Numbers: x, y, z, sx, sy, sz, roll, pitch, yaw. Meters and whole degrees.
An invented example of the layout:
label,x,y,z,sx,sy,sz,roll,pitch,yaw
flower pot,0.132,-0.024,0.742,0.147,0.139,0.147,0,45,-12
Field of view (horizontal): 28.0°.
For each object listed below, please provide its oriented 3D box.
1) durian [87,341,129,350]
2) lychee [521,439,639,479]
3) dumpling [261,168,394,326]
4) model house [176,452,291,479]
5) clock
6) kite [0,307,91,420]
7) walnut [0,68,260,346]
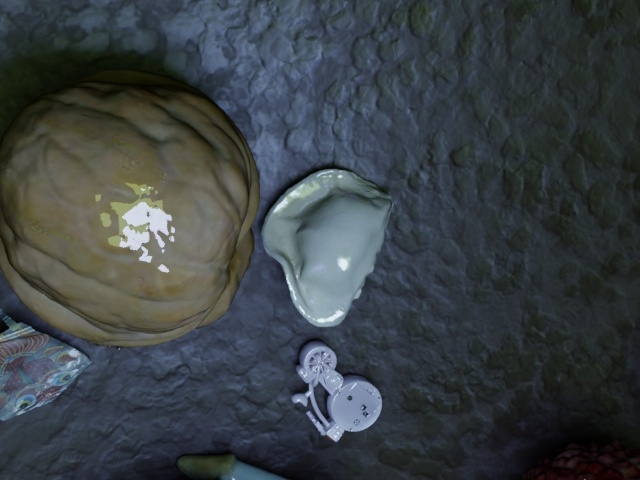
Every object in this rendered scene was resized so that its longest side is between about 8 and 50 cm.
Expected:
label,x,y,z,sx,sy,sz,roll,pitch,yaw
durian,-0.227,0.090,1.452,0.130,0.052,0.066,-8,67,-13
lychee,0.335,0.393,1.511,0.330,0.306,0.306,24,98,-20
dumpling,-0.001,0.002,1.441,0.134,0.100,0.169,23,97,-4
model house,-0.141,0.370,1.457,0.325,0.194,0.267,21,85,3
clock,0.013,0.178,1.517,0.087,0.041,0.129,-41,113,-3
kite,-0.349,0.112,1.391,0.127,0.016,0.229,-33,136,-4
walnut,-0.196,-0.035,1.290,0.285,0.296,0.285,0,84,-1
